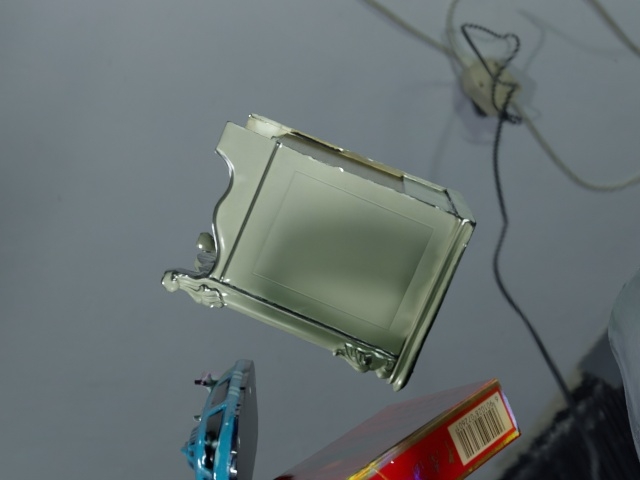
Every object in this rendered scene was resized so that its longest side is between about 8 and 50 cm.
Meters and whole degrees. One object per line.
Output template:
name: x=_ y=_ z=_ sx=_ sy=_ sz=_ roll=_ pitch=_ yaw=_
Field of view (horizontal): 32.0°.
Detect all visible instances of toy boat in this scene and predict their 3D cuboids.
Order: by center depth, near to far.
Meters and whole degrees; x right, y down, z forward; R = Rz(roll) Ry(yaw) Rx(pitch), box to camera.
toy boat: x=-0.136 y=0.257 z=1.460 sx=0.092 sy=0.299 sz=0.134 roll=1 pitch=103 yaw=2

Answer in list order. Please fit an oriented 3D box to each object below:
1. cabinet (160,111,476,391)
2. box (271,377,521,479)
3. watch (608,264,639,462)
cabinet: x=0.000 y=0.000 z=1.426 sx=0.318 sy=0.290 sz=0.227 roll=22 pitch=101 yaw=-1
box: x=0.074 y=0.277 z=1.346 sx=0.197 sy=0.089 sz=0.313 roll=-22 pitch=180 yaw=44
watch: x=0.356 y=0.089 z=0.659 sx=0.335 sy=0.314 sz=0.327 roll=-19 pitch=143 yaw=21
